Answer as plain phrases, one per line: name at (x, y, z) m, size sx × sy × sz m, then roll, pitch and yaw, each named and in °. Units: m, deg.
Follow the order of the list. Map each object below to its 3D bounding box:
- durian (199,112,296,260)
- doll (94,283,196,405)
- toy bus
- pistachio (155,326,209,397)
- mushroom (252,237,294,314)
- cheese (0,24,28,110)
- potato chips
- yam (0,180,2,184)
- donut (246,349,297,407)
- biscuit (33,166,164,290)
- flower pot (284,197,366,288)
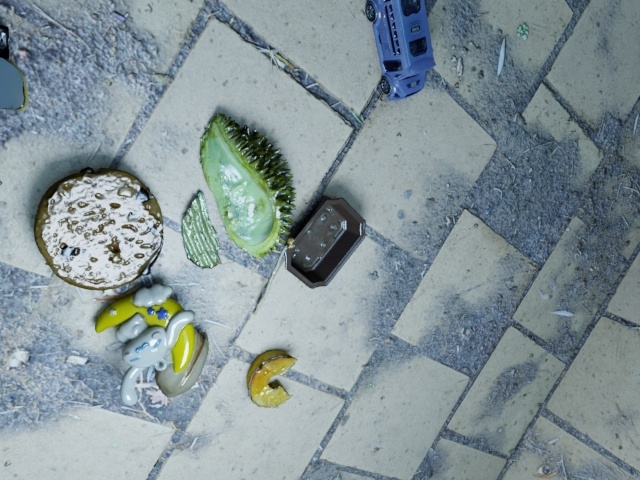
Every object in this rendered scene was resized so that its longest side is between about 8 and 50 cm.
durian at (-0.176, -0.143, 1.305) m, size 0.198 × 0.163 × 0.394 m, roll -16°, pitch 114°, yaw 20°
doll at (-0.422, 0.238, 1.239) m, size 0.252 × 0.111 × 0.237 m, roll -32°, pitch 91°, yaw -12°
toy bus at (0.223, -0.527, 1.349) m, size 0.125 × 0.133 × 0.292 m, roll -25°, pitch 116°, yaw -19°
pistachio at (-0.359, 0.316, 1.321) m, size 0.124 × 0.124 × 0.184 m, roll 29°, pitch 85°, yaw -31°
mushroom at (-0.130, 0.100, 1.376) m, size 0.026 × 0.028 × 0.286 m, roll 31°, pitch 122°, yaw 2°
cheese at (-0.638, -0.346, 1.014) m, size 0.086 × 0.036 × 0.162 m, roll -1°, pitch 106°, yaw -24°
potato chips at (-0.311, -0.018, 1.294) m, size 0.092 × 0.028 × 0.207 m, roll -20°, pitch 116°, yaw -22°
yam at (-0.724, -0.129, 1.052) m, size 0.107 × 0.014 × 0.014 m, roll 10°, pitch 101°, yaw -30°
donut at (-0.151, 0.403, 1.488) m, size 0.146 × 0.078 × 0.181 m, roll -1°, pitch 113°, yaw -26°
biscuit at (-0.501, -0.025, 1.165) m, size 0.296 × 0.075 × 0.295 m, roll -11°, pitch 112°, yaw -30°
flower pot at (0.000, 0.000, 1.431) m, size 0.179 × 0.084 × 0.251 m, roll 42°, pitch 84°, yaw -30°
